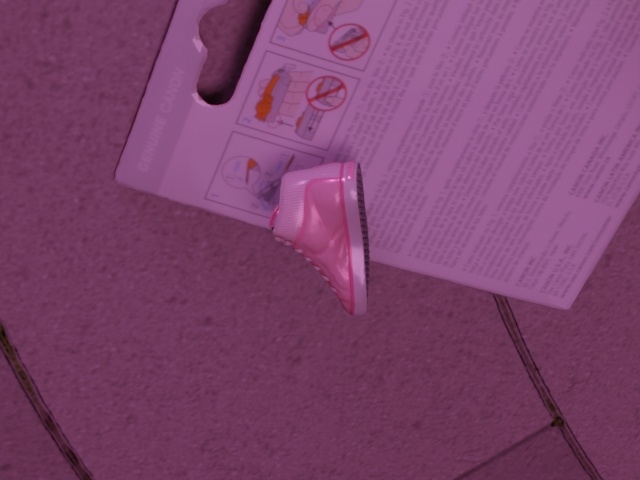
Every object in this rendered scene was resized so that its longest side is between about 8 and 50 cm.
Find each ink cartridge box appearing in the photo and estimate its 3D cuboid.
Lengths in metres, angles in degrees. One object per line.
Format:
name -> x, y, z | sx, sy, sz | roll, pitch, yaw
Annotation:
ink cartridge box -> 0.076, -0.127, 1.103 | 0.385, 0.091, 0.308 | 16, 124, -15

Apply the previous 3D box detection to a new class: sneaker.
sneaker -> 0.000, 0.000, 1.107 | 0.070, 0.051, 0.134 | -3, 129, 6
